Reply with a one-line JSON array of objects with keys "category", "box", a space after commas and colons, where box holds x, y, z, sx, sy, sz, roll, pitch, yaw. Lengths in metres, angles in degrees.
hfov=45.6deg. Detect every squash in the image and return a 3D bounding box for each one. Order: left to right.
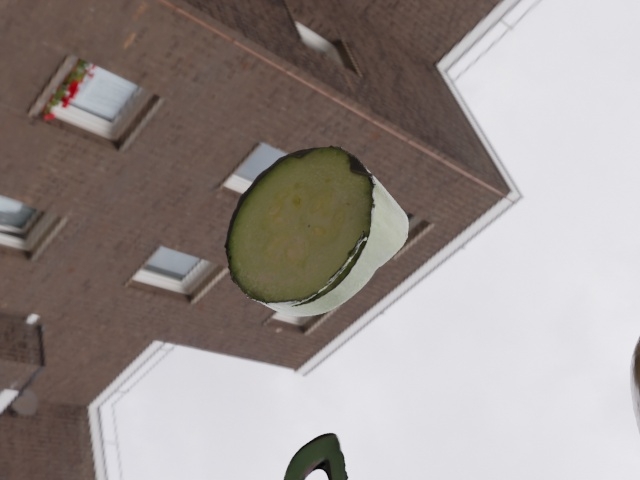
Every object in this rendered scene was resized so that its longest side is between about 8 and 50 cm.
[{"category": "squash", "box": [-0.006, 0.004, 0.931, 0.220, 0.133, 0.220, -18, -131, 21]}]

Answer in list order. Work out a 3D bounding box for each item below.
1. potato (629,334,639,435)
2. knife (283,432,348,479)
[{"category": "potato", "box": [0.363, 0.141, 0.632, 0.229, 0.266, 0.230, 4, -73, 14]}, {"category": "knife", "box": [0.008, 0.218, 0.283, 0.043, 0.020, 0.293, -7, -119, 3]}]
